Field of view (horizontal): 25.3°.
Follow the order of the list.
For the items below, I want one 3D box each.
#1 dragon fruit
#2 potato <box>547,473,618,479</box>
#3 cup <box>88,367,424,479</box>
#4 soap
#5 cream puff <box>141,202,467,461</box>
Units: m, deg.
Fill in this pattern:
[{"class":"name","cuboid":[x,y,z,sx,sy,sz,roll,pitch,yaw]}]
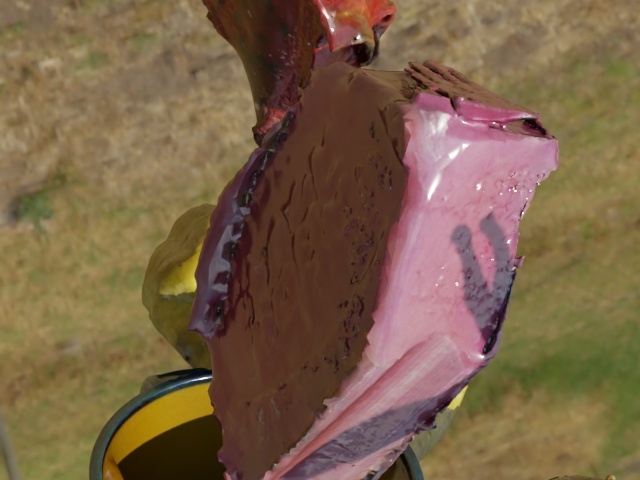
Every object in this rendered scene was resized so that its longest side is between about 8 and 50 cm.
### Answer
[{"class":"dragon fruit","cuboid":[0.038,-0.245,1.364,0.286,0.228,0.329,-27,118,-36]},{"class":"potato","cuboid":[0.241,0.277,1.184,0.141,0.176,0.298,-58,180,-1]},{"class":"cup","cuboid":[-0.085,0.274,1.110,0.242,0.308,0.292,-31,137,-46]},{"class":"soap","cuboid":[0.027,0.013,0.840,0.112,0.182,0.289,-1,146,-35]},{"class":"cream puff","cuboid":[0.015,0.051,1.340,0.324,0.291,0.257,37,92,-21]}]
